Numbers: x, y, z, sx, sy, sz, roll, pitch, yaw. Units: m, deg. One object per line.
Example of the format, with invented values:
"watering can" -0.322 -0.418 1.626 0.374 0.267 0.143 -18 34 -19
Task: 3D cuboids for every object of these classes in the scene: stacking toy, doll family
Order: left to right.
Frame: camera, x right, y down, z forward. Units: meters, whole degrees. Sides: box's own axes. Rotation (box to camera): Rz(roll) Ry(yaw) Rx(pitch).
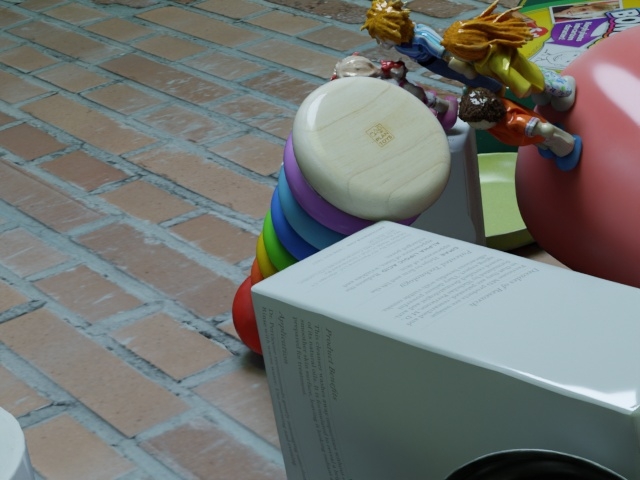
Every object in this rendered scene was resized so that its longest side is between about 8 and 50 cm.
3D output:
"stacking toy" 0.000 0.000 1.556 0.141 0.330 0.141 10 55 -14
"doll family" 0.121 -0.161 1.540 0.163 0.118 0.263 21 0 -43

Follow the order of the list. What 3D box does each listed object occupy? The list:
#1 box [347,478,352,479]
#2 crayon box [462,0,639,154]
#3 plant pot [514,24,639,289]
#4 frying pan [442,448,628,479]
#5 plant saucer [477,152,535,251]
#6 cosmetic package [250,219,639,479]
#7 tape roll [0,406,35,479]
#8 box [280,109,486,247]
"box" 0.036 0.252 1.175 0.043 0.105 0.179 -14 24 -8
"crayon box" 0.371 -0.211 2.119 0.313 0.106 0.363 -1 25 19
"plant pot" 0.352 -0.035 1.554 0.275 0.275 0.243 -16 32 -16
"frying pan" 0.210 0.221 1.065 0.326 0.197 0.053 3 20 25
"plant saucer" 0.172 -0.036 1.878 0.241 0.037 0.241 -9 23 4
"cosmetic package" 0.138 0.137 1.267 0.156 0.217 0.385 -28 31 -36
"tape roll" -0.367 0.233 1.378 0.286 0.100 0.286 -7 23 3
"box" 0.068 -0.023 1.701 0.182 0.181 0.119 -3 23 11
